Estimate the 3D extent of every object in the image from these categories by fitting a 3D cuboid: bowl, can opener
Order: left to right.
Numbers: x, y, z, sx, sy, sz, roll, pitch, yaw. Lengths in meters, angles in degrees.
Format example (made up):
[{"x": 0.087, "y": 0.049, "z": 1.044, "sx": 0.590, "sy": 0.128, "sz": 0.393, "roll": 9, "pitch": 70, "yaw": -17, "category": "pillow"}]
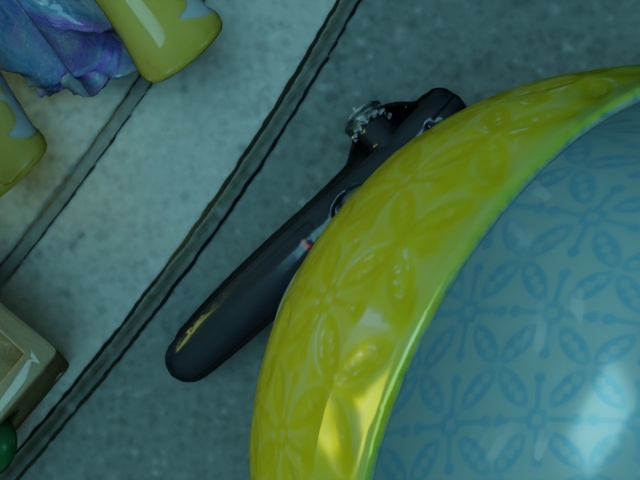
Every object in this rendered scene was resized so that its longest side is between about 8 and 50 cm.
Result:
[{"x": 0.000, "y": 0.000, "z": 0.624, "sx": 0.186, "sy": 0.059, "sz": 0.073, "roll": -39, "pitch": 87, "yaw": 3, "category": "can opener"}, {"x": 0.069, "y": 0.060, "z": 0.550, "sx": 0.156, "sy": 0.289, "sz": 0.289, "roll": 21, "pitch": 92, "yaw": 46, "category": "bowl"}]

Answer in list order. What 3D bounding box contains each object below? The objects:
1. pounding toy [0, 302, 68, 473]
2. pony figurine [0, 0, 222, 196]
[{"x": -0.190, "y": 0.081, "z": 0.632, "sx": 0.141, "sy": 0.100, "sz": 0.130, "roll": 39, "pitch": 78, "yaw": 2, "category": "pounding toy"}, {"x": -0.206, "y": -0.177, "z": 0.531, "sx": 0.363, "sy": 0.303, "sz": 0.351, "roll": 52, "pitch": 50, "yaw": -22, "category": "pony figurine"}]
